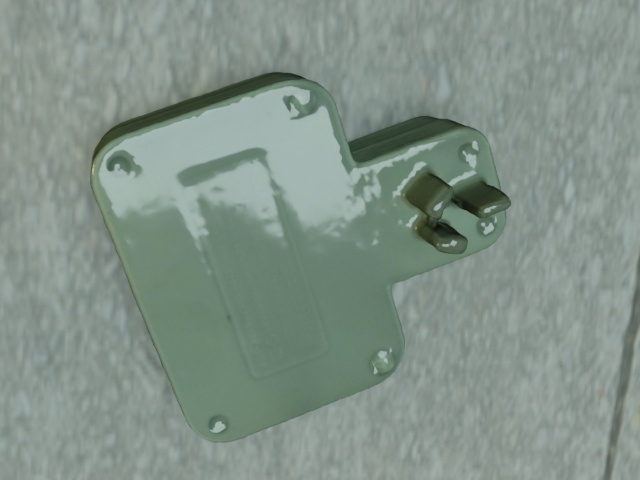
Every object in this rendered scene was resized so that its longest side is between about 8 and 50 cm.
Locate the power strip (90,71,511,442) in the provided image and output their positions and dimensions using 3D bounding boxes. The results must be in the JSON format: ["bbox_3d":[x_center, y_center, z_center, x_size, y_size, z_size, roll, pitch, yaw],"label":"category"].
[{"bbox_3d":[0.000,0.000,0.607,0.260,0.141,0.230,-20,107,-7],"label":"power strip"}]
